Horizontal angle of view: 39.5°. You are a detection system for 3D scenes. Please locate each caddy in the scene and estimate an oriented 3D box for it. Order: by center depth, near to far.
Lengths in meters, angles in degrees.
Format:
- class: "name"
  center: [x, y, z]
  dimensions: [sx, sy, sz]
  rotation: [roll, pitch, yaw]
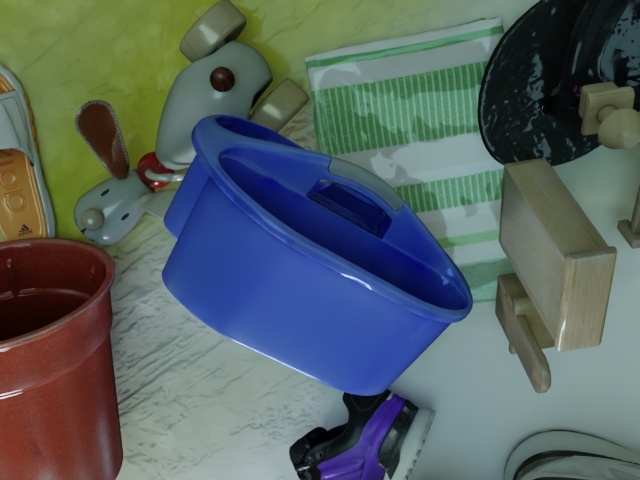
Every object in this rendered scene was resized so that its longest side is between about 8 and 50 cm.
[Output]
- class: "caddy"
  center: [0.000, 0.000, 0.912]
  dimensions: [0.341, 0.241, 0.179]
  rotation: [29, 113, -23]

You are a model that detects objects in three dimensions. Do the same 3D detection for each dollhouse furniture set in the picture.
- class: "dollhouse furniture set"
  center: [0.380, -0.001, 0.905]
  dimensions: [0.355, 0.174, 0.303]
  rotation: [-8, 128, -6]

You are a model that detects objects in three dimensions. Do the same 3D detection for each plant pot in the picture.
- class: "plant pot"
  center: [-0.356, 0.173, 1.049]
  dimensions: [0.272, 0.272, 0.265]
  rotation: [-1, 115, 9]

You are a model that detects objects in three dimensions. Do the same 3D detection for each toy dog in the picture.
- class: "toy dog"
  center: [-0.163, -0.111, 1.014]
  dimensions: [0.220, 0.161, 0.334]
  rotation: [27, 103, 4]

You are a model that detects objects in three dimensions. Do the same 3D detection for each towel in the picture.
- class: "towel"
  center: [0.123, -0.077, 1.038]
  dimensions: [0.248, 0.038, 0.325]
  rotation: [-10, 98, 10]

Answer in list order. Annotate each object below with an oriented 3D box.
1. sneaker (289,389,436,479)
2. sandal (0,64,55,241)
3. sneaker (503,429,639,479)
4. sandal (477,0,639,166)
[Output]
- class: "sneaker"
  center: [0.020, 0.305, 1.100]
  dimensions: [0.146, 0.102, 0.293]
  rotation: [26, 99, 8]
- class: "sandal"
  center: [-0.400, -0.100, 1.098]
  dimensions: [0.102, 0.076, 0.265]
  rotation: [-17, 97, 12]
- class: "sneaker"
  center: [0.426, 0.338, 0.951]
  dimensions: [0.447, 0.257, 0.169]
  rotation: [6, 101, 8]
- class: "sandal"
  center: [0.353, -0.234, 0.923]
  dimensions: [0.446, 0.107, 0.167]
  rotation: [-35, 96, 10]
